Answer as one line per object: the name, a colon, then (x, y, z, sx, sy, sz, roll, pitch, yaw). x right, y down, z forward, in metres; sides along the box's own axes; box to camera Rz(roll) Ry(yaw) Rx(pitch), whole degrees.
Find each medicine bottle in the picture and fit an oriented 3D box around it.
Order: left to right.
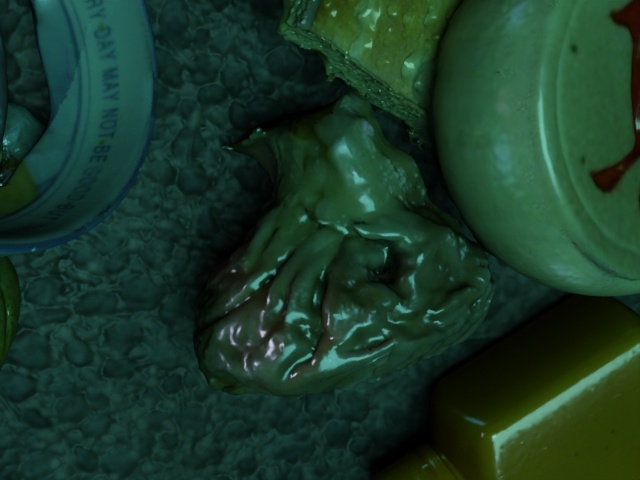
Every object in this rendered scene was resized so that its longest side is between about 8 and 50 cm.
medicine bottle: (0.154, 0.155, 1.124, 0.222, 0.112, 0.149, -31, 112, -7)

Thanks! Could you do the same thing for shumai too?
shumai: (0.000, 0.000, 1.010, 0.206, 0.166, 0.176, -19, 104, -14)

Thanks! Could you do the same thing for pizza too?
pizza: (0.055, -0.181, 1.026, 0.188, 0.080, 0.204, 24, 87, -44)

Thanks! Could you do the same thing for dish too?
dish: (-0.237, -0.112, 0.908, 0.273, 0.133, 0.273, 20, 62, -44)

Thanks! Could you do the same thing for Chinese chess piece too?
Chinese chess piece: (0.187, -0.087, 1.035, 0.249, 0.103, 0.250, -3, 95, -38)

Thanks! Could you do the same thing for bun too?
bun: (-0.206, -0.051, 0.992, 0.083, 0.045, 0.083, -5, 111, -14)

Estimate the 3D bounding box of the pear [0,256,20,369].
pear: (-0.269, 0.047, 0.943, 0.167, 0.167, 0.137, 23, 101, -21)
